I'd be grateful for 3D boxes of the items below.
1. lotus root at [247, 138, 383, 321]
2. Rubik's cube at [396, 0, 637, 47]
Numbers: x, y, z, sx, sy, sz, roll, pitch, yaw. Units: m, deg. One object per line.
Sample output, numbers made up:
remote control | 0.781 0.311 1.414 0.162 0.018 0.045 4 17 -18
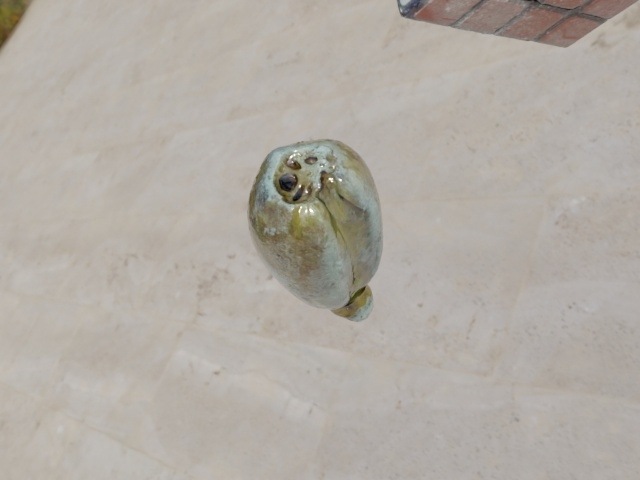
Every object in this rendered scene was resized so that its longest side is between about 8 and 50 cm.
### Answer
lotus root | 0.000 0.000 0.954 0.140 0.322 0.158 32 69 25
Rubik's cube | 0.292 -0.490 0.994 0.344 0.344 0.337 -29 66 50
